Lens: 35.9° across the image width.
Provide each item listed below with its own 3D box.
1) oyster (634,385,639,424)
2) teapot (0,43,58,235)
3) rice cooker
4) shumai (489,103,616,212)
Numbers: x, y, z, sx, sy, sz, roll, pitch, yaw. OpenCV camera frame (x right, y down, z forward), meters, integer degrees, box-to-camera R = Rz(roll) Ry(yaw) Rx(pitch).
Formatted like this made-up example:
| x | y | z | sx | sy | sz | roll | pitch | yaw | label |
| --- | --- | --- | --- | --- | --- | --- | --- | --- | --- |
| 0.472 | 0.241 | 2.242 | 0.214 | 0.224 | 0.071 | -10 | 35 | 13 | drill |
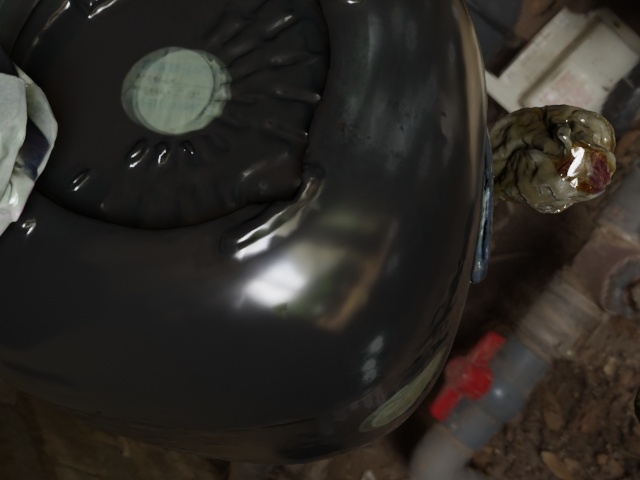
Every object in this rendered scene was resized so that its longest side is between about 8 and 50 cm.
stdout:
| x | y | z | sx | sy | sz | roll | pitch | yaw | label |
| --- | --- | --- | --- | --- | --- | --- | --- | --- | --- |
| 0.330 | 0.139 | 0.751 | 0.198 | 0.336 | 0.133 | -16 | 29 | -18 | oyster |
| -0.213 | 0.007 | 0.296 | 0.221 | 0.178 | 0.163 | -59 | -8 | 12 | teapot |
| -0.043 | -0.026 | 0.460 | 0.267 | 0.224 | 0.267 | -4 | 65 | 9 | rice cooker |
| 0.364 | -0.143 | 1.590 | 0.218 | 0.185 | 0.183 | 8 | 82 | 14 | shumai |
